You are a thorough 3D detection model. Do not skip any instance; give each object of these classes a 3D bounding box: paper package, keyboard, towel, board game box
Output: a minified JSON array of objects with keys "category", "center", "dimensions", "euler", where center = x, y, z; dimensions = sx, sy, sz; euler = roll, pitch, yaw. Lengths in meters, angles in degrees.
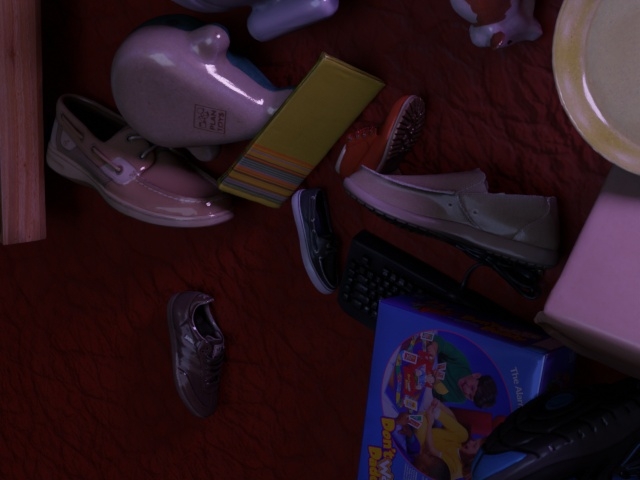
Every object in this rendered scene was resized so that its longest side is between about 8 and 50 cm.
[{"category":"paper package","center":[0.423,0.013,1.168],"dimensions":[0.325,0.168,0.309],"euler":[23,85,31]},{"category":"keyboard","center":[0.165,0.078,1.538],"dimensions":[0.317,0.033,0.201],"euler":[29,119,25]},{"category":"towel","center":[-0.027,-0.134,1.567],"dimensions":[0.237,0.102,0.021],"euler":[-48,42,30]},{"category":"board game box","center":[0.163,0.260,1.490],"dimensions":[0.233,0.078,0.347],"euler":[17,107,37]}]

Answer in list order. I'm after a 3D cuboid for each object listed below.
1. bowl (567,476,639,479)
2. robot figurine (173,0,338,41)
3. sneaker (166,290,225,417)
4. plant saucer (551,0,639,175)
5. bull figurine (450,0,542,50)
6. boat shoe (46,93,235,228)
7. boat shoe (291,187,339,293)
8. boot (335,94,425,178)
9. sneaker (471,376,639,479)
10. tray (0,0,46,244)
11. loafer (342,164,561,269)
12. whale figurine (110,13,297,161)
[{"category":"bowl","center":[0.379,0.462,1.470],"dimensions":[0.391,0.077,0.391],"euler":[11,110,34]},{"category":"robot figurine","center":[-0.082,-0.386,1.466],"dimensions":[0.353,0.200,0.300],"euler":[-10,107,38]},{"category":"sneaker","center":[-0.171,0.165,1.788],"dimensions":[0.071,0.066,0.188],"euler":[-7,100,36]},{"category":"plant saucer","center":[0.331,-0.172,1.125],"dimensions":[0.241,0.037,0.241],"euler":[1,92,26]},{"category":"bull figurine","center":[0.169,-0.352,1.324],"dimensions":[0.188,0.101,0.310],"euler":[-38,104,15]},{"category":"boat shoe","center":[-0.257,-0.112,1.730],"dimensions":[0.341,0.122,0.110],"euler":[24,118,30]},{"category":"boat shoe","center":[0.000,0.000,1.623],"dimensions":[0.040,0.049,0.142],"euler":[-15,93,38]},{"category":"boot","center":[0.069,-0.124,1.530],"dimensions":[0.084,0.059,0.158],"euler":[42,126,24]},{"category":"sneaker","center":[0.328,0.212,1.316],"dimensions":[0.341,0.125,0.139],"euler":[-24,106,2]},{"category":"tray","center":[-0.474,-0.222,1.846],"dimensions":[0.203,0.076,0.411],"euler":[31,124,52]},{"category":"loafer","center":[0.159,-0.043,1.458],"dimensions":[0.268,0.102,0.092],"euler":[19,87,12]},{"category":"whale figurine","center":[-0.133,-0.201,1.623],"dimensions":[0.272,0.141,0.216],"euler":[15,134,8]}]
